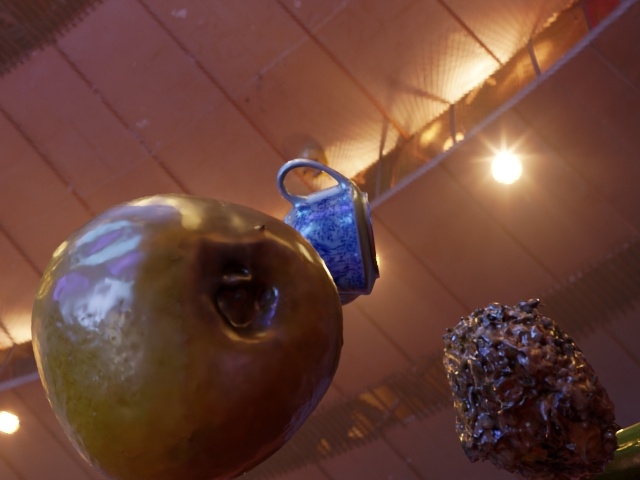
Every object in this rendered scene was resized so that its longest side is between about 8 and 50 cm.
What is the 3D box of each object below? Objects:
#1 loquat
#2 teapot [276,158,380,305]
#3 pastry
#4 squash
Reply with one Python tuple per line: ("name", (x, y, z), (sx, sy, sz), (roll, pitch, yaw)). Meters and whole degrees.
("loquat", (-0.123, 0.094, 0.808), (0.275, 0.274, 0.274), (2, -55, 3))
("teapot", (0.000, 0.000, 1.208), (0.159, 0.159, 0.231), (-6, -69, 10))
("pastry", (0.257, 0.207, 1.166), (0.193, 0.275, 0.274), (-31, -61, 1))
("squash", (0.444, 0.320, 1.315), (0.293, 0.082, 0.082), (-11, -49, -29))
